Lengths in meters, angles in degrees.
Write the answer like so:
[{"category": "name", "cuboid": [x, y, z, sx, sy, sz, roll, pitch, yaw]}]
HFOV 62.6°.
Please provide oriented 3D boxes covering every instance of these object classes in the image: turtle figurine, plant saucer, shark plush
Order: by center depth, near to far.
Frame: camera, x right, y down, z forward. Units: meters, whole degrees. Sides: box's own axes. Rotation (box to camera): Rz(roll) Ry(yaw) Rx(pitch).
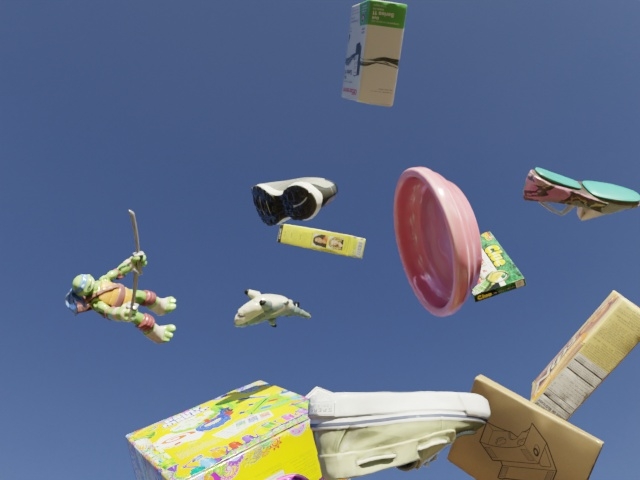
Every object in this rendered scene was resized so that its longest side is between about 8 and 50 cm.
[{"category": "shark plush", "cuboid": [-0.093, 0.139, 1.032, 0.161, 0.073, 0.067, 7, -81, -48]}, {"category": "plant saucer", "cuboid": [0.257, -0.002, 1.158, 0.084, 0.332, 0.331, -12, -58, -11]}, {"category": "turtle figurine", "cuboid": [-0.443, 0.129, 1.298, 0.274, 0.198, 0.266, -49, -44, -6]}]

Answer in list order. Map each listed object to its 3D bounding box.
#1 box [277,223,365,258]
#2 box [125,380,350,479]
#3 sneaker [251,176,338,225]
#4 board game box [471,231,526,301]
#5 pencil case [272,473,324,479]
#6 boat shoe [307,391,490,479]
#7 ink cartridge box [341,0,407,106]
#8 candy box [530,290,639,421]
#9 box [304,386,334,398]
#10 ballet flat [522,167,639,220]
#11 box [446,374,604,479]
[{"category": "box", "cuboid": [0.000, 0.000, 1.440, 0.233, 0.087, 0.058, 10, -91, 31]}, {"category": "box", "cuboid": [-0.149, 0.400, 0.934, 0.290, 0.279, 0.176, -15, -84, -33]}, {"category": "sneaker", "cuboid": [-0.066, -0.096, 1.224, 0.108, 0.272, 0.100, -27, -71, -36]}, {"category": "board game box", "cuboid": [0.445, 0.066, 1.441, 0.136, 0.259, 0.030, -19, -62, 6]}, {"category": "pencil case", "cuboid": [-0.038, 0.398, 0.675, 0.105, 0.104, 0.236, 3, -52, -5]}, {"category": "boat shoe", "cuboid": [0.105, 0.240, 0.666, 0.303, 0.094, 0.109, 12, -20, -36]}, {"category": "ink cartridge box", "cuboid": [0.114, -0.412, 1.172, 0.087, 0.153, 0.208, 2, -73, -13]}, {"category": "candy box", "cuboid": [0.627, 0.271, 1.234, 0.088, 0.183, 0.316, 38, -75, 19]}, {"category": "box", "cuboid": [-0.027, 0.489, 1.269, 0.169, 0.290, 0.087, 9, -65, 34]}, {"category": "ballet flat", "cuboid": [0.496, -0.081, 1.019, 0.222, 0.076, 0.079, 12, -56, -5]}, {"category": "box", "cuboid": [0.311, 0.331, 0.827, 0.021, 0.201, 0.164, 0, -71, -47]}]
